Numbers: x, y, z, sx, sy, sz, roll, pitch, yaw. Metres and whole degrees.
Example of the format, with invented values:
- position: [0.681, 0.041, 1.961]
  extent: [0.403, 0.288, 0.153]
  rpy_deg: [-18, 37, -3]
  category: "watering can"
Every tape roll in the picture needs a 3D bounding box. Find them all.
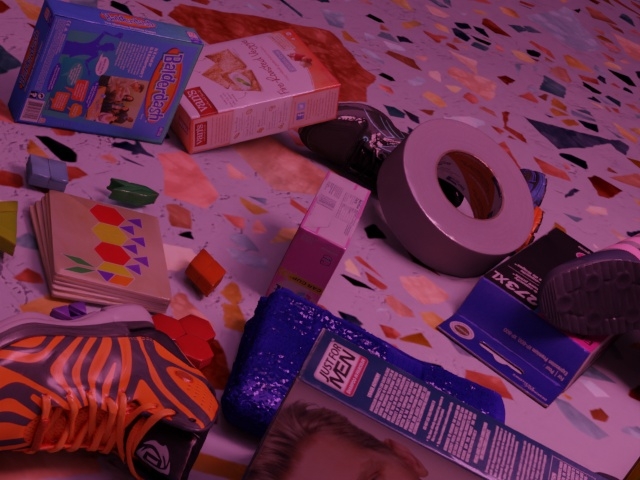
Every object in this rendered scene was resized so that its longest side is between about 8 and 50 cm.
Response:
- position: [0.188, -0.060, 1.902]
  extent: [0.219, 0.072, 0.219]
  rpy_deg: [18, 52, -25]
  category: "tape roll"

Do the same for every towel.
- position: [0.055, 0.172, 1.469]
  extent: [0.308, 0.076, 0.228]
  rpy_deg: [24, 27, -6]
  category: "towel"

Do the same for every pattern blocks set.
- position: [-0.242, 0.015, 1.530]
  extent: [0.285, 0.026, 0.325]
  rpy_deg: [19, 29, -15]
  category: "pattern blocks set"

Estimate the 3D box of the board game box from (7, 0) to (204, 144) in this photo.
- position: [-0.274, -0.213, 1.750]
  extent: [0.210, 0.160, 0.047]
  rpy_deg: [8, 33, -34]
  category: "board game box"

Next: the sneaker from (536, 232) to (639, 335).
- position: [0.412, 0.044, 1.802]
  extent: [0.319, 0.112, 0.131]
  rpy_deg: [-8, 21, -18]
  category: "sneaker"

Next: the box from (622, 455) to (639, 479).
- position: [0.518, 0.306, 1.540]
  extent: [0.279, 0.177, 0.290]
  rpy_deg: [41, 31, 23]
  category: "box"

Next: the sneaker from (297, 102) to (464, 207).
- position: [0.096, -0.119, 1.980]
  extent: [0.267, 0.101, 0.106]
  rpy_deg: [18, 32, -16]
  category: "sneaker"

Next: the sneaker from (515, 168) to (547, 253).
- position: [0.290, -0.058, 2.070]
  extent: [0.087, 0.083, 0.221]
  rpy_deg: [21, 25, 0]
  category: "sneaker"

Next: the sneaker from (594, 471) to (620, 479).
- position: [0.303, 0.331, 1.406]
  extent: [0.163, 0.086, 0.226]
  rpy_deg: [-5, 46, -51]
  category: "sneaker"

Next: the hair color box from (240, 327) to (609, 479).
- position: [0.109, 0.247, 1.282]
  extent: [0.347, 0.174, 0.105]
  rpy_deg: [28, 29, 3]
  category: "hair color box"

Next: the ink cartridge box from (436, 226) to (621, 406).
- position: [0.313, 0.093, 1.851]
  extent: [0.175, 0.069, 0.371]
  rpy_deg: [36, 31, 17]
  category: "ink cartridge box"

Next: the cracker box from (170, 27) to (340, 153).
- position: [-0.110, -0.213, 1.916]
  extent: [0.232, 0.067, 0.156]
  rpy_deg: [-17, 46, -24]
  category: "cracker box"

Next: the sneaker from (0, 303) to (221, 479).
- position: [-0.203, 0.154, 1.221]
  extent: [0.180, 0.125, 0.321]
  rpy_deg: [38, 29, 22]
  category: "sneaker"

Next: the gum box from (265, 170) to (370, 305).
- position: [0.000, 0.000, 1.681]
  extent: [0.062, 0.107, 0.188]
  rpy_deg: [27, 28, -1]
  category: "gum box"
